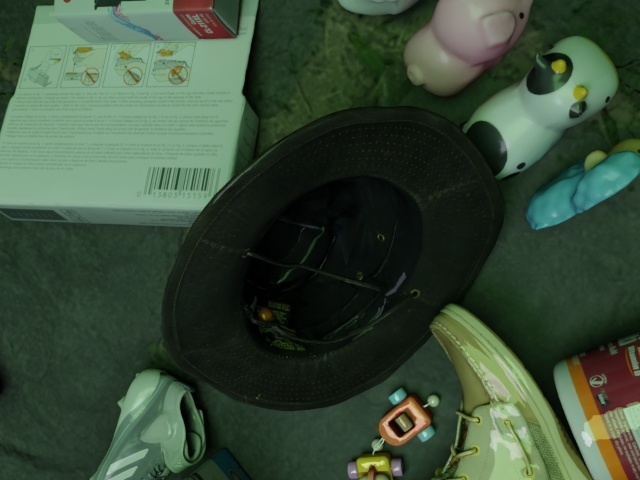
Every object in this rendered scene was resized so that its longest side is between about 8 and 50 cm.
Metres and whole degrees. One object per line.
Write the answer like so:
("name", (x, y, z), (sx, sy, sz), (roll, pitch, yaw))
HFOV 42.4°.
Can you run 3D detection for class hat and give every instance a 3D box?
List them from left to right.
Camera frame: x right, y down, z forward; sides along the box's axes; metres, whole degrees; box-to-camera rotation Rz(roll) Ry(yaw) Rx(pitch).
("hat", (0.000, 0.000, 0.768), (0.331, 0.331, 0.134), (-45, 39, 14))

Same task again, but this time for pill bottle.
("pill bottle", (0.326, 0.126, 0.709), (0.221, 0.121, 0.121), (-23, 88, 16))

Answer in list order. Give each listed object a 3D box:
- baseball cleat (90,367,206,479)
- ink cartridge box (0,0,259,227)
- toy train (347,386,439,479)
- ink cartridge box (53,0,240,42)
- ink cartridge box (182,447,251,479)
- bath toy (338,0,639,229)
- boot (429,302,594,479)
("baseball cleat", (-0.186, 0.244, 0.880), (0.109, 0.072, 0.206), (19, 99, 29))
("ink cartridge box", (-0.200, -0.136, 0.872), (0.275, 0.060, 0.239), (2, 70, 16))
("toy train", (0.095, 0.238, 0.821), (0.125, 0.046, 0.166), (-36, 84, 15))
("ink cartridge box", (-0.172, -0.273, 0.833), (0.175, 0.072, 0.128), (2, 83, 15))
("ink cartridge box", (-0.110, 0.305, 0.808), (0.082, 0.190, 0.140), (-42, 82, 14))
("bath toy", (0.141, -0.172, 0.737), (0.151, 0.129, 0.348), (-42, 82, 15))
("boot", (0.124, 0.211, 0.762), (0.203, 0.095, 0.262), (-32, 91, -4))
